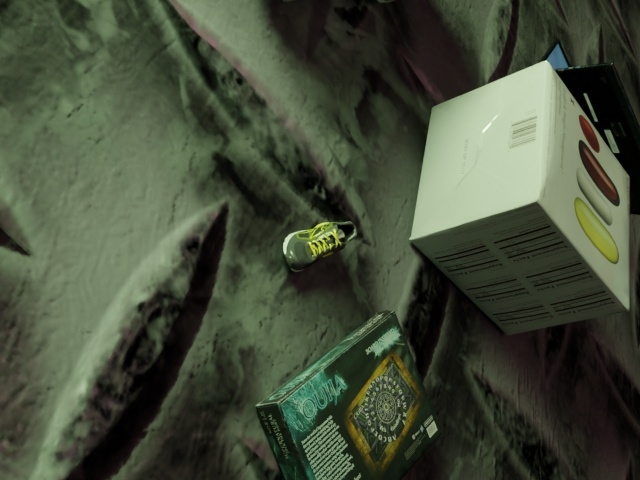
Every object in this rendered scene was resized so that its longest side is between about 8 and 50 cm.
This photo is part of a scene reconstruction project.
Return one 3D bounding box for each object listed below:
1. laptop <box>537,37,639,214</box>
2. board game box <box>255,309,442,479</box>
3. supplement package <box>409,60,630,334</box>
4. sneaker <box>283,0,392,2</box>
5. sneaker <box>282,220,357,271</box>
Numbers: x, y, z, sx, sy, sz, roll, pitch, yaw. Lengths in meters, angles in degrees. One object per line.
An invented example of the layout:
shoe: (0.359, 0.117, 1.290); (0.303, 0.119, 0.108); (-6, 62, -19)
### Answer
laptop: (0.420, -0.173, 1.220); (0.137, 0.264, 0.234); (-34, 107, -14)
board game box: (0.031, 0.149, 0.693); (0.186, 0.026, 0.126); (-29, 99, -52)
supplement package: (0.223, -0.038, 0.908); (0.203, 0.149, 0.194); (41, 47, -34)
sneaker: (0.041, -0.336, 0.808); (0.315, 0.127, 0.182); (-19, 94, -52)
sneaker: (0.000, 0.000, 0.702); (0.083, 0.035, 0.031); (-35, 104, -52)
